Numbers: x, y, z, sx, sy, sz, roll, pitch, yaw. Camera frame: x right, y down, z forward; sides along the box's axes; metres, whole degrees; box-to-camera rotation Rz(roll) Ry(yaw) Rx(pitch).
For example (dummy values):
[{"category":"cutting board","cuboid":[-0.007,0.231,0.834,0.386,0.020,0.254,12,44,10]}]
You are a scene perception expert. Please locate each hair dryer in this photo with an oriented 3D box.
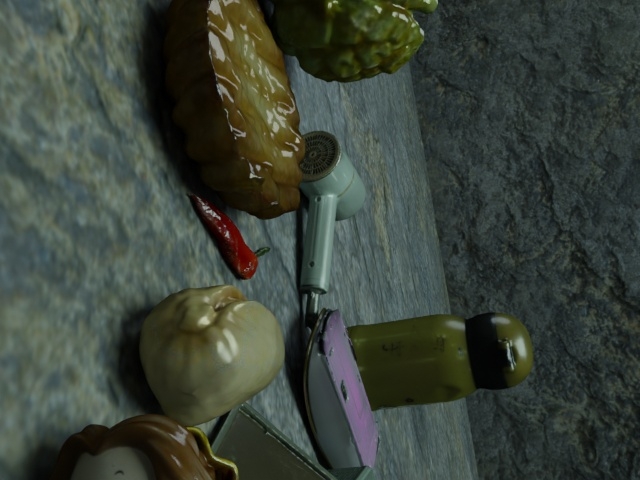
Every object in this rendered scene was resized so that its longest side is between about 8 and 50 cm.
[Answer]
[{"category":"hair dryer","cuboid":[0.000,0.000,1.163,0.173,0.107,0.358,50,43,-56]}]

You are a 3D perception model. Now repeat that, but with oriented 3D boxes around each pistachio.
[{"category":"pistachio","cuboid":[-0.113,0.118,0.679,0.145,0.117,0.200,-59,162,-5]}]

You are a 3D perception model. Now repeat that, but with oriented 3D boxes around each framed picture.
[{"category":"framed picture","cuboid":[-0.027,0.311,0.737,0.260,0.023,0.189,40,26,-7]}]

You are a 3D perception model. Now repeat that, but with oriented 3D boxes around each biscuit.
[{"category":"biscuit","cuboid":[-0.112,-0.185,0.871,0.325,0.107,0.326,-10,90,-76]}]

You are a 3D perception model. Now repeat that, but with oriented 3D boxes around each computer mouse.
[{"category":"computer mouse","cuboid":[0.028,0.262,1.083,0.158,0.071,0.311,-64,141,-60]}]

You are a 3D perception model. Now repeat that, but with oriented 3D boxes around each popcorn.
[{"category":"popcorn","cuboid":[0.041,-0.429,1.191,0.274,0.335,0.279,-11,91,-49]}]

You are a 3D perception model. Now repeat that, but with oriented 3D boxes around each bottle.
[{"category":"bottle","cuboid":[0.223,0.227,1.249,0.171,0.351,0.172,-10,90,-73]}]

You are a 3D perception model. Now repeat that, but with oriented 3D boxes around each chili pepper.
[{"category":"chili pepper","cuboid":[-0.121,-0.005,0.858,0.045,0.027,0.178,-83,153,-43]}]

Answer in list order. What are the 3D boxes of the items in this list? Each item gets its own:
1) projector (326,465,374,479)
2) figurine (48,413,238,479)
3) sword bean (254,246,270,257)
[{"category":"projector","cuboid":[0.013,0.439,0.890,0.256,0.099,0.192,5,73,-73]},{"category":"figurine","cuboid":[-0.144,0.233,0.449,0.263,0.142,0.190,-72,143,-54]},{"category":"sword bean","cuboid":[-0.091,0.021,0.960,0.083,0.012,0.012,-42,119,-69]}]
